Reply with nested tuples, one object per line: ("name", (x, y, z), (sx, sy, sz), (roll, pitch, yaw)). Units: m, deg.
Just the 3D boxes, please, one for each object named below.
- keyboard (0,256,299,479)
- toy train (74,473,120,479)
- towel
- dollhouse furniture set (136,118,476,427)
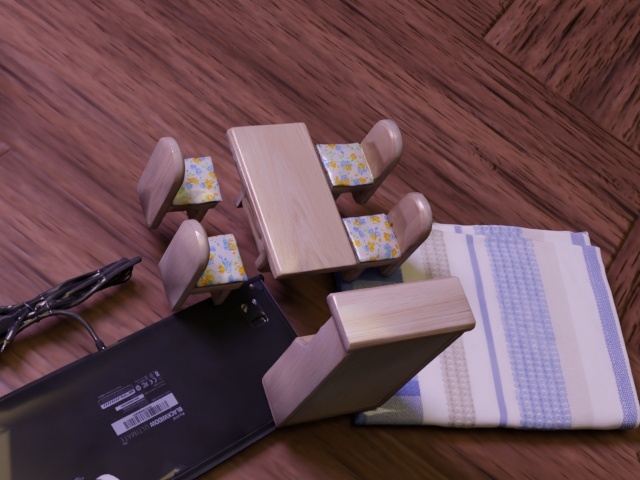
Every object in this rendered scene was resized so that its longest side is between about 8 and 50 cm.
("keyboard", (-0.159, 0.106, 0.892), (0.317, 0.033, 0.201), (-25, 75, -36))
("toy train", (-0.167, 0.232, 0.757), (0.105, 0.080, 0.184), (52, 52, -3))
("towel", (0.149, 0.076, 1.049), (0.285, 0.034, 0.209), (3, 58, -20))
("dollhouse furniture set", (0.000, 0.000, 0.910), (0.212, 0.161, 0.242), (-7, 65, -28))
